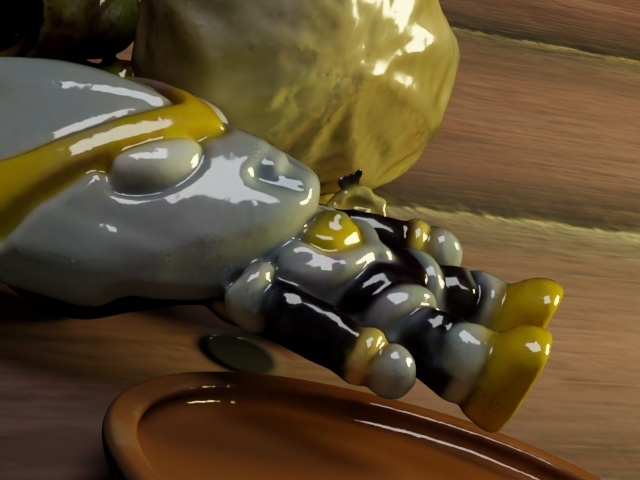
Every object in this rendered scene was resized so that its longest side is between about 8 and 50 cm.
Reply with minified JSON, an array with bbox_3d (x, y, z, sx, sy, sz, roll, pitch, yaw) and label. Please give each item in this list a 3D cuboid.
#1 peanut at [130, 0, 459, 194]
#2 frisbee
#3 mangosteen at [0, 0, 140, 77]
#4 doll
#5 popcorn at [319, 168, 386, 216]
[{"bbox_3d":[-0.006,-0.093,0.984,0.152,0.152,0.313,22,1,2],"label":"peanut"},{"bbox_3d":[0.040,0.104,0.713,0.251,0.021,0.251,16,11,-3],"label":"frisbee"},{"bbox_3d":[-0.177,-0.132,0.944,0.230,0.194,0.194,56,18,-12],"label":"mangosteen"},{"bbox_3d":[-0.060,-0.004,0.804,0.316,0.103,0.145,21,49,3],"label":"doll"},{"bbox_3d":[0.000,0.000,0.896,0.084,0.084,0.084,18,21,-7],"label":"popcorn"}]
